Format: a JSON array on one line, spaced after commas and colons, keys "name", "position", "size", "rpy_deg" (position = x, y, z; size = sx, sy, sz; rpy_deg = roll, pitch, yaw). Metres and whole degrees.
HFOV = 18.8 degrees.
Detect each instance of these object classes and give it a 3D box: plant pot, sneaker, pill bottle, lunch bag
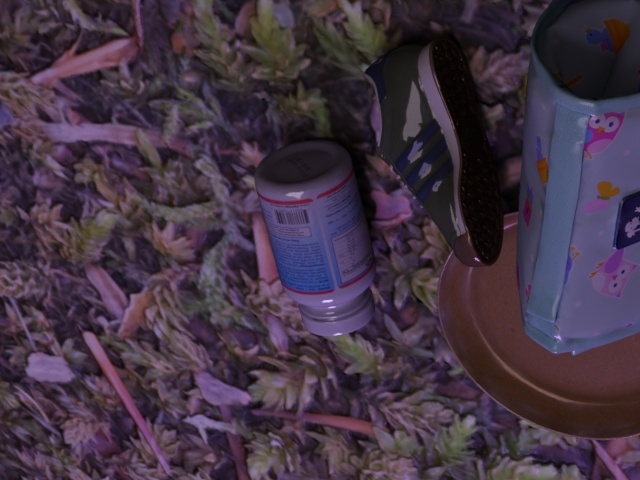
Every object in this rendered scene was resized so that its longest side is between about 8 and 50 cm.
[{"name": "plant pot", "position": [0.214, 0.067, 1.647], "size": [0.236, 0.032, 0.236], "rpy_deg": [15, 128, 20]}, {"name": "sneaker", "position": [0.089, -0.070, 1.588], "size": [0.086, 0.064, 0.192], "rpy_deg": [-5, 106, 37]}, {"name": "pill bottle", "position": [0.000, 0.000, 1.682], "size": [0.087, 0.087, 0.160], "rpy_deg": [4, 125, 27]}, {"name": "lunch bag", "position": [0.220, -0.069, 1.386], "size": [0.160, 0.262, 0.223], "rpy_deg": [18, 129, 18]}]
